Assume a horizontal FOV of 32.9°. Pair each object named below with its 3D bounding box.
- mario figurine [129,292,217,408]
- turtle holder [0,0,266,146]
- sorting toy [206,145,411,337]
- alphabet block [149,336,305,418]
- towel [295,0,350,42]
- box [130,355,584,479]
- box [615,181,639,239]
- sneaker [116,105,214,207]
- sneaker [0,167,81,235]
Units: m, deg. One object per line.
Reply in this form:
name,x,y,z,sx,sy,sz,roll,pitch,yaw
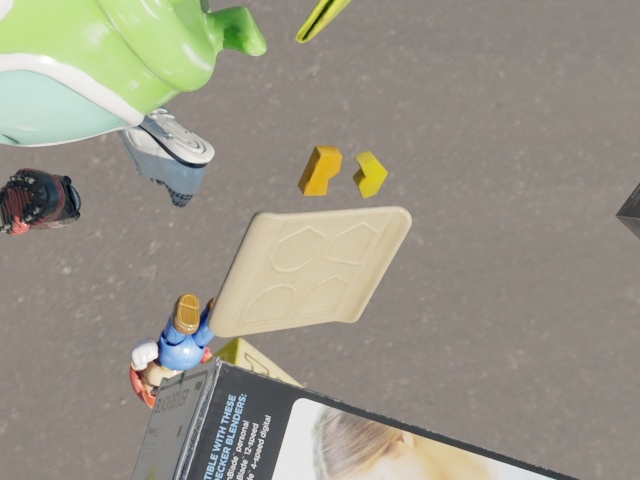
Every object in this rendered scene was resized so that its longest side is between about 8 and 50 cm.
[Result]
mario figurine,-0.269,0.244,2.103,0.198,0.320,0.170,33,45,-4
turtle holder,-0.193,-0.183,0.751,0.243,0.227,0.320,59,7,-14
sorting toy,0.000,0.000,1.369,0.229,0.307,0.041,-2,44,-34
alphabet block,-0.110,0.288,1.486,0.197,0.192,0.193,42,22,-21
towel,0.057,-0.217,0.790,0.021,0.102,0.237,39,38,-1
box,0.049,0.152,0.577,0.290,0.169,0.087,21,75,-13
box,0.511,-0.069,1.208,0.242,0.076,0.307,41,82,-16
sneaker,-0.254,-0.144,1.588,0.090,0.095,0.235,-6,38,-44
sneaker,-0.466,-0.072,1.848,0.135,0.276,0.097,-11,88,-27
